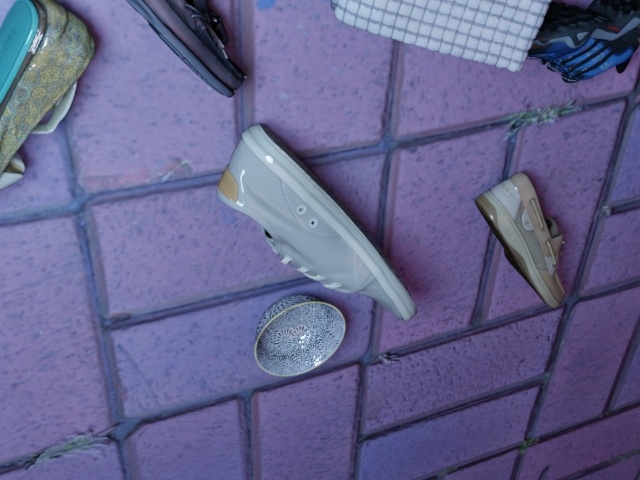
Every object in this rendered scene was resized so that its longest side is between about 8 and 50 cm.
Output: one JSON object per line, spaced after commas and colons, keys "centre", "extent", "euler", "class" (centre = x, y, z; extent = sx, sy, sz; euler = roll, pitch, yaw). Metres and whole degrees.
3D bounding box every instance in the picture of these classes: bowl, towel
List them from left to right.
{"centre": [-0.048, 0.150, 1.410], "extent": [0.170, 0.080, 0.170], "euler": [-15, 132, -18], "class": "bowl"}
{"centre": [0.174, -0.375, 1.052], "extent": [0.283, 0.121, 0.235], "euler": [10, 120, -13], "class": "towel"}

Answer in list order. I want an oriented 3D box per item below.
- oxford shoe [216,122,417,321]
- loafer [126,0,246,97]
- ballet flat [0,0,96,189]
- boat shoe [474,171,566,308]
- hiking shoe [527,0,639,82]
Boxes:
{"centre": [0.000, 0.000, 1.261], "extent": [0.130, 0.169, 0.449], "euler": [-43, 126, 5], "class": "oxford shoe"}
{"centre": [-0.178, -0.295, 0.970], "extent": [0.095, 0.109, 0.302], "euler": [-44, 130, 4], "class": "loafer"}
{"centre": [-0.392, -0.135, 0.983], "extent": [0.123, 0.123, 0.348], "euler": [27, 110, -40], "class": "ballet flat"}
{"centre": [0.408, 0.009, 1.513], "extent": [0.110, 0.122, 0.341], "euler": [-37, 133, 5], "class": "boat shoe"}
{"centre": [0.392, -0.300, 1.261], "extent": [0.304, 0.113, 0.132], "euler": [-12, 129, -20], "class": "hiking shoe"}
